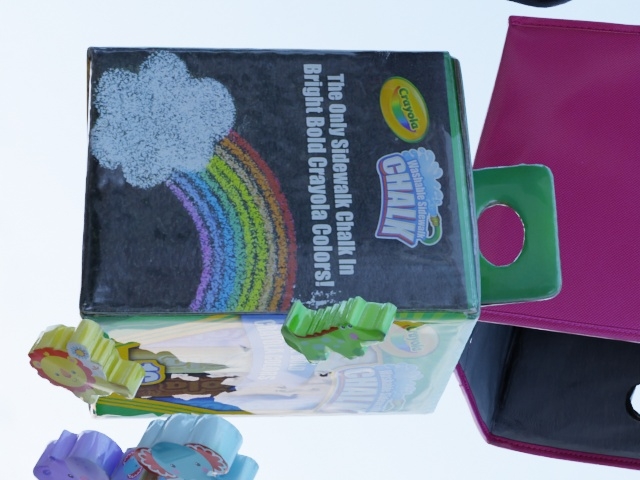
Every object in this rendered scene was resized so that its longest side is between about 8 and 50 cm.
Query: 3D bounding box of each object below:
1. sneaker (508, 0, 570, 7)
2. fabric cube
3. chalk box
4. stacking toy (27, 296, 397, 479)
[{"bbox_3d":[0.175,-0.227,0.977,0.321,0.180,0.124,-13,-39,30],"label":"sneaker"},{"bbox_3d":[0.251,0.013,1.303,0.254,0.258,0.259,6,-27,18],"label":"fabric cube"},{"bbox_3d":[0.000,0.000,1.050,0.179,0.289,0.180,105,-15,-64],"label":"chalk box"},{"bbox_3d":[-0.084,0.100,0.785,0.221,0.167,0.052,-12,-51,38],"label":"stacking toy"}]
